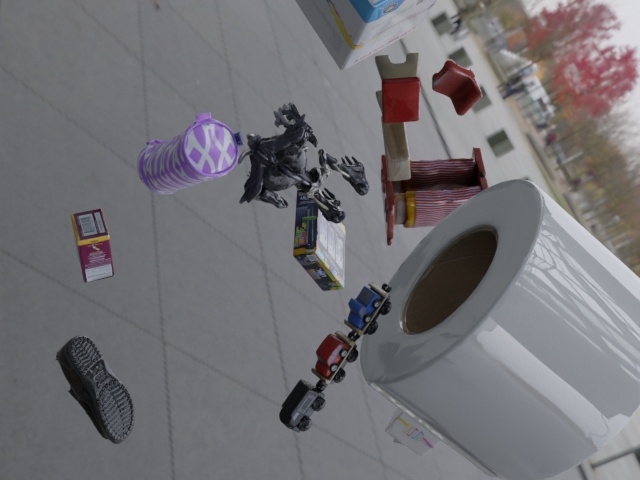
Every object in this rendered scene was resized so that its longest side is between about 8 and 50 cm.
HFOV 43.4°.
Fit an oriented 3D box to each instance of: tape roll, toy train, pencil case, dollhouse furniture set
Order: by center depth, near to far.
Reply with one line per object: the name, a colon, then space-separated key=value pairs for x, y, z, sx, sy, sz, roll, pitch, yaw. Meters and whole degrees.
toy train: x=0.013 y=0.103 z=0.726 sx=0.036 sy=0.158 sz=0.027 roll=34 pitch=0 yaw=-40
tape roll: x=0.180 y=0.085 z=0.780 sx=0.169 sy=0.246 sz=0.246 roll=38 pitch=23 yaw=-14
pencil case: x=-0.193 y=-0.118 z=1.135 sx=0.086 sy=0.206 sz=0.088 roll=-27 pitch=99 yaw=-32
dollhouse furniture set: x=0.210 y=-0.159 z=1.468 sx=0.374 sy=0.201 sz=0.152 roll=82 pitch=4 yaw=-55

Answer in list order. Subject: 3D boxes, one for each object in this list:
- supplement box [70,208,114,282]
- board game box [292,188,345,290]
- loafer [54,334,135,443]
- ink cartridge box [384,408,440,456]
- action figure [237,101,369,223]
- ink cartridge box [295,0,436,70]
supplement box: x=-0.305 y=0.007 z=1.078 sx=0.083 sy=0.043 sz=0.055 roll=99 pitch=-29 yaw=-47
board game box: x=0.000 y=0.000 z=1.541 sx=0.170 sy=0.048 sz=0.141 roll=54 pitch=33 yaw=-56
loafer: x=-0.419 y=0.277 z=1.495 sx=0.080 sy=0.078 sz=0.220 roll=-34 pitch=105 yaw=-50
ink cartridge box: x=0.195 y=0.333 z=1.522 sx=0.090 sy=0.143 sz=0.092 roll=35 pitch=51 yaw=5
action figure: x=-0.048 y=-0.116 z=1.238 sx=0.141 sy=0.164 sz=0.276 roll=40 pitch=10 yaw=37
ink cartridge box: x=0.092 y=-0.484 z=1.477 sx=0.197 sy=0.198 sz=0.270 roll=57 pitch=-15 yaw=4
